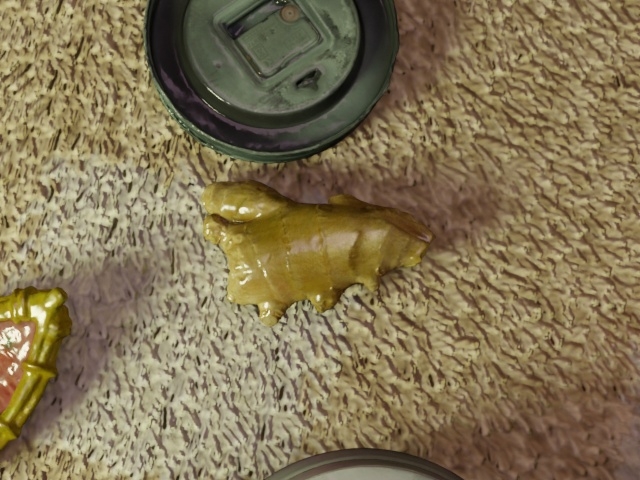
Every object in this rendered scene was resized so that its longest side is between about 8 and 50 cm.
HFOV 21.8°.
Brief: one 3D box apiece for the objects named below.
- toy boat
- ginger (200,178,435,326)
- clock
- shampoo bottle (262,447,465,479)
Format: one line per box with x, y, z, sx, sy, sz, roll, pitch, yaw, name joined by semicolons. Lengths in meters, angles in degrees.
-0.336;0.144;1.358;0.318;0.099;0.141;-35;85;-13;toy boat
-0.009;0.010;1.416;0.205;0.081;0.115;8;45;6;ginger
-0.044;-0.179;1.474;0.226;0.049;0.226;1;78;-3;clock
0.034;0.293;1.260;0.273;0.266;0.273;1;78;-3;shampoo bottle
